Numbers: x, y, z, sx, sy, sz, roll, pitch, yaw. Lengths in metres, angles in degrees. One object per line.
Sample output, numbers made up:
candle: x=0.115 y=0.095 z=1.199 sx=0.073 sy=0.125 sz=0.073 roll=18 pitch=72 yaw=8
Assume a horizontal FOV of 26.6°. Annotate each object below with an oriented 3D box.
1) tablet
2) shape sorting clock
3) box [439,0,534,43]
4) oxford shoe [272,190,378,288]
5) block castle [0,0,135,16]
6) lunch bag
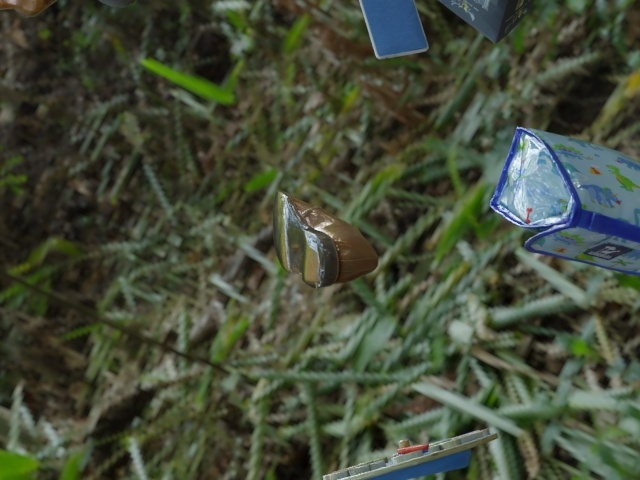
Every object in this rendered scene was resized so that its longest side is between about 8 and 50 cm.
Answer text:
tablet: x=0.069 y=-0.216 z=1.307 sx=0.006 sy=0.054 sz=0.083 roll=118 pitch=139 yaw=-69
shape sorting clock: x=0.095 y=0.240 z=1.487 sx=0.206 sy=0.206 sz=0.040 roll=-27 pitch=73 yaw=60
box: x=0.098 y=-0.303 z=1.199 sx=0.059 sy=0.232 sz=0.183 roll=-44 pitch=-16 yaw=-19
oxford shoe: x=0.000 y=0.000 z=1.444 sx=0.212 sy=0.076 sz=0.076 roll=-136 pitch=46 yaw=-61
block castle: x=-0.071 y=-0.225 z=0.474 sx=0.453 sy=0.213 sz=0.303 roll=-30 pitch=10 yaw=37
lunch bag: x=0.232 y=-0.027 z=1.134 sx=0.151 sy=0.128 sz=0.096 roll=-134 pitch=59 yaw=-67
